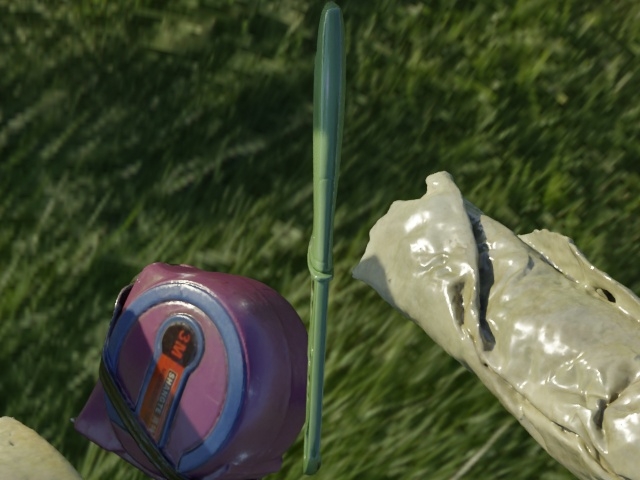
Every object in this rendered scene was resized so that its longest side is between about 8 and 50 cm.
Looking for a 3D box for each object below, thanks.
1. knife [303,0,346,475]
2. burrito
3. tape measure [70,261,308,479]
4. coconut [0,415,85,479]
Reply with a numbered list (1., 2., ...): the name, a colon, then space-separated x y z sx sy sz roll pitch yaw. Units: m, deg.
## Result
1. knife: 0.000 0.000 0.847 0.014 0.030 0.207 2 92 -8
2. burrito: 0.164 0.075 1.235 0.117 0.076 0.392 -51 47 2
3. tape measure: -0.066 0.072 1.042 0.125 0.074 0.118 30 105 31
4. coconut: -0.284 0.308 1.306 0.415 0.415 0.345 -14 85 -11
